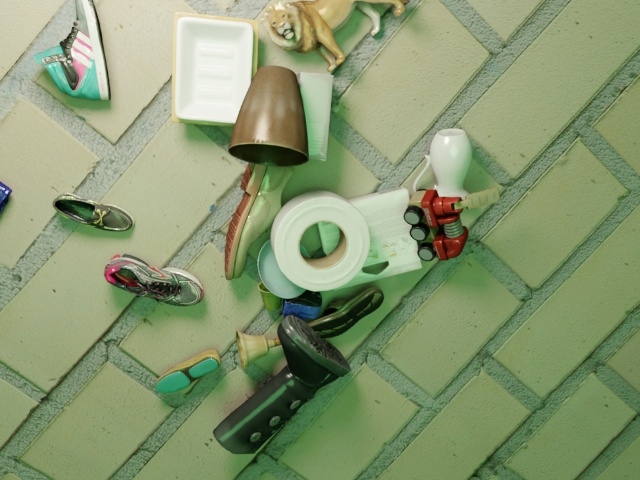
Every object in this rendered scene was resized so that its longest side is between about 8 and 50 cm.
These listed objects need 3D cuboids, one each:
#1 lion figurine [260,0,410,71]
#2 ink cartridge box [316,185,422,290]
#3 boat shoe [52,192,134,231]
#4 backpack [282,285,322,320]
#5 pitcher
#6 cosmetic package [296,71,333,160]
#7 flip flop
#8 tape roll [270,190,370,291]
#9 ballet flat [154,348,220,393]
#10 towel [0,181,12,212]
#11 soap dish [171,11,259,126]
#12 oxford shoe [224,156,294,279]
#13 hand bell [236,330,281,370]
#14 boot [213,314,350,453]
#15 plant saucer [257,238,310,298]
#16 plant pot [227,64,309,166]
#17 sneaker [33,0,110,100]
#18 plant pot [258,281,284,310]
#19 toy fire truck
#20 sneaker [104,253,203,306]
[{"bbox_3d":[0.043,-0.640,1.610,0.392,0.142,0.240,-40,103,-6],"label":"lion figurine"},{"bbox_3d":[0.149,-0.007,1.803,0.296,0.066,0.261,-14,106,-3],"label":"ink cartridge box"},{"bbox_3d":[-0.662,-0.074,1.684,0.227,0.069,0.081,18,101,-11],"label":"boat shoe"},{"bbox_3d":[-0.057,0.199,1.815,0.120,0.098,0.101,7,132,-9],"label":"backpack"},{"bbox_3d":[0.370,-0.226,1.755,0.177,0.125,0.207,-4,116,2],"label":"pitcher"},{"bbox_3d":[-0.028,-0.359,1.665,0.107,0.127,0.238,6,105,-10],"label":"cosmetic package"},{"bbox_3d":[0.073,0.222,1.840,0.277,0.080,0.112,-35,137,8],"label":"flip flop"},{"bbox_3d":[0.000,0.000,1.689,0.286,0.100,0.287,-3,106,-10],"label":"tape roll"},{"bbox_3d":[-0.417,0.415,1.835,0.232,0.073,0.080,-24,114,6],"label":"ballet flat"},{"bbox_3d":[-1.057,-0.140,1.623,0.308,0.076,0.228,37,90,-13],"label":"towel"},{"bbox_3d":[-0.293,-0.469,1.608,0.228,0.118,0.291,3,103,-8],"label":"soap dish"},{"bbox_3d":[-0.186,-0.056,1.716,0.146,0.140,0.397,15,105,-20],"label":"oxford shoe"},{"bbox_3d":[-0.138,0.326,1.843,0.241,0.126,0.126,-9,105,-17],"label":"hand bell"},{"bbox_3d":[-0.161,0.461,1.782,0.445,0.146,0.367,-38,135,5],"label":"boot"},{"bbox_3d":[-0.115,0.084,1.773,0.194,0.037,0.195,10,73,-33],"label":"plant saucer"},{"bbox_3d":[-0.127,-0.337,1.542,0.215,0.215,0.231,7,83,-9],"label":"plant pot"},{"bbox_3d":[-0.678,-0.522,1.551,0.178,0.124,0.296,-8,106,-15],"label":"sneaker"},{"bbox_3d":[-0.152,0.175,1.810,0.083,0.083,0.079,-4,117,-6],"label":"plant pot"},{"bbox_3d":[0.405,-0.063,1.727,0.246,0.158,0.217,-2,127,35],"label":"toy fire truck"},{"bbox_3d":[-0.501,0.137,1.735,0.299,0.112,0.121,17,101,-11],"label":"sneaker"}]
